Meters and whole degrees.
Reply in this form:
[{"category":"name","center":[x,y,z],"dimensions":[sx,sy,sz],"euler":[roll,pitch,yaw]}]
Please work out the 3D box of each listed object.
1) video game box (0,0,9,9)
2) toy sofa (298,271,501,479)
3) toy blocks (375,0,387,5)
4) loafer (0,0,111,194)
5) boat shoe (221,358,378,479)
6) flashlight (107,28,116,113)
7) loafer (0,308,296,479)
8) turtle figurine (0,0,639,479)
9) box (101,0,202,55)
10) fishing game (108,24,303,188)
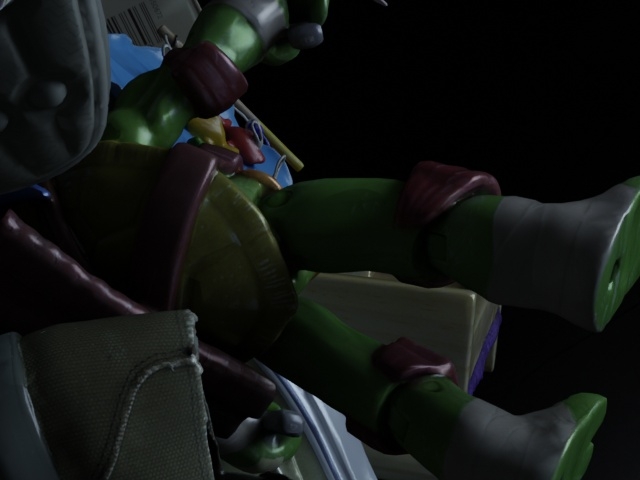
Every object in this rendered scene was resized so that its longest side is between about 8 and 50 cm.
[{"category":"video game box","center":[-0.122,-0.121,0.277],"dimensions":[0.205,0.048,0.187],"euler":[64,31,-26]},{"category":"toy sofa","center":[0.040,0.085,1.061],"dimensions":[0.362,0.150,0.177],"euler":[-34,130,-78]},{"category":"toy blocks","center":[-0.087,-0.248,0.619],"dimensions":[0.288,0.309,0.260],"euler":[50,-16,45]},{"category":"loafer","center":[-0.149,-0.147,0.422],"dimensions":[0.111,0.112,0.319],"euler":[-105,172,-51]},{"category":"boat shoe","center":[-0.031,0.135,0.814],"dimensions":[0.302,0.109,0.094],"euler":[56,41,-1]},{"category":"flashlight","center":[-0.144,-0.066,1.031],"dimensions":[0.304,0.103,0.103],"euler":[60,4,-15]},{"category":"loafer","center":[-0.029,0.129,0.530],"dimensions":[0.251,0.087,0.094],"euler":[64,-2,-23]},{"category":"turtle figurine","center":[0.000,0.000,0.644],"dimensions":[0.266,0.197,0.274],"euler":[19,-11,21]},{"category":"box","center":[-0.201,-0.234,1.188],"dimensions":[0.311,0.148,0.121],"euler":[60,-3,41]},{"category":"fishing game","center":[-0.060,-0.063,0.932],"dimensions":[0.189,0.041,0.264],"euler":[45,14,-2]}]
